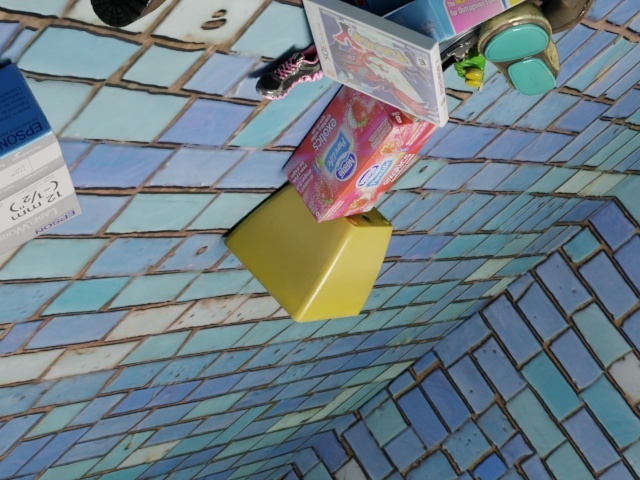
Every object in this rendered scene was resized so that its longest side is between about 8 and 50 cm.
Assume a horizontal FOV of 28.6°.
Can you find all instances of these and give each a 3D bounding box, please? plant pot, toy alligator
[{"bbox_3d":[0.000,0.000,2.216,0.187,0.212,0.212,-53,155,22],"label":"plant pot"},{"bbox_3d":[0.253,-0.292,2.134,0.051,0.056,0.190,11,170,8],"label":"toy alligator"}]

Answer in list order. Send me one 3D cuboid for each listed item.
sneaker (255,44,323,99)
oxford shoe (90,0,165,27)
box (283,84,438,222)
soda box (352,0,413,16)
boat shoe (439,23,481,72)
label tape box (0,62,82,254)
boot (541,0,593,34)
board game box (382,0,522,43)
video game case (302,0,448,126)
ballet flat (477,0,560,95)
[{"bbox_3d":[-0.043,-0.243,1.780,0.119,0.047,0.057,-32,157,-29],"label":"sneaker"},{"bbox_3d":[-0.156,-0.329,1.354,0.227,0.083,0.096,-42,-178,18],"label":"oxford shoe"},{"bbox_3d":[0.068,-0.156,2.040,0.128,0.123,0.257,-14,154,-42],"label":"box"},{"bbox_3d":[0.136,-0.378,1.693,0.210,0.067,0.071,-29,161,-14],"label":"soda box"},{"bbox_3d":[0.218,-0.306,2.042,0.142,0.040,0.049,-34,162,2],"label":"boat shoe"},{"bbox_3d":[-0.430,-0.040,1.538,0.249,0.115,0.348,-29,159,-13],"label":"label tape box"},{"bbox_3d":[0.404,-0.420,2.058,0.106,0.082,0.219,12,147,-30],"label":"boot"},{"bbox_3d":[0.222,-0.341,1.742,0.316,0.064,0.242,-30,-172,-24],"label":"board game box"},{"bbox_3d":[0.076,-0.245,1.696,0.023,0.201,0.183,-56,157,-18],"label":"video game case"},{"bbox_3d":[0.317,-0.332,2.025,0.123,0.123,0.348,-36,162,9],"label":"ballet flat"}]
